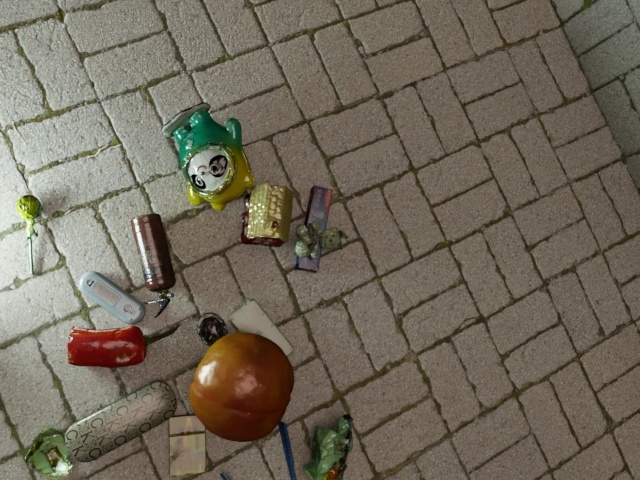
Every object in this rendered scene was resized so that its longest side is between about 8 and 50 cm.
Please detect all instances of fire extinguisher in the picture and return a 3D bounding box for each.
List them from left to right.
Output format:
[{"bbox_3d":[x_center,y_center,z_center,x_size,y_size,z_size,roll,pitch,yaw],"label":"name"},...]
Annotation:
[{"bbox_3d":[-0.572,0.089,1.858,0.138,0.102,0.343,-15,87,16],"label":"fire extinguisher"}]

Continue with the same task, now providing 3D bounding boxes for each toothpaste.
[{"bbox_3d":[-0.023,-0.042,2.033,0.076,0.066,0.320,14,78,-13],"label":"toothpaste"}]

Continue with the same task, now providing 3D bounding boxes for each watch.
[{"bbox_3d":[-0.156,0.823,1.886,0.276,0.068,0.274,-37,88,-16],"label":"watch"}]

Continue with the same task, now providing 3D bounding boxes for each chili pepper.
[{"bbox_3d":[-0.638,0.347,1.782,0.339,0.131,0.134,2,91,-17],"label":"chili pepper"}]

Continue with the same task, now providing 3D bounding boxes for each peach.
[{"bbox_3d":[-0.240,0.472,1.765,0.302,0.343,0.342,22,76,12],"label":"peach"}]

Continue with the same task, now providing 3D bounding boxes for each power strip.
[{"bbox_3d":[-0.211,0.332,1.941,0.118,0.046,0.270,-39,95,-13],"label":"power strip"}]

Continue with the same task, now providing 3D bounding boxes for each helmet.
[{"bbox_3d":[-0.376,0.312,1.887,0.098,0.070,0.123,-26,83,-23],"label":"helmet"}]

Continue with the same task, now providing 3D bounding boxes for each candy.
[{"bbox_3d":[-0.951,-0.019,1.787,0.077,0.073,0.261,-2,90,-42],"label":"candy"}]

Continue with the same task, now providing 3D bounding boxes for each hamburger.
[{"bbox_3d":[0.025,0.733,1.878,0.151,0.260,0.276,13,43,11],"label":"hamburger"}]

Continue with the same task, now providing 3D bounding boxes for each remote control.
[{"bbox_3d":[-0.698,0.193,1.829,0.244,0.047,0.087,37,72,-9],"label":"remote control"}]

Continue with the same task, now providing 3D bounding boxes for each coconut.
[{"bbox_3d":[-0.854,0.671,1.717,0.133,0.055,0.158,-9,83,-15],"label":"coconut"}]

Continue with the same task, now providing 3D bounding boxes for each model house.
[{"bbox_3d":[-0.177,-0.088,1.902,0.160,0.254,0.195,9,81,-17],"label":"model house"}]

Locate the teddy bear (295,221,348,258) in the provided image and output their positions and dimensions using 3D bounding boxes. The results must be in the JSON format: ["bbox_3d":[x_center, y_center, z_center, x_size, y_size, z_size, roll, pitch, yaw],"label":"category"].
[{"bbox_3d":[-0.017,-0.005,1.954,0.213,0.111,0.133,-2,105,-38],"label":"teddy bear"}]

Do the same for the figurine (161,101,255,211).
[{"bbox_3d":[-0.378,-0.283,1.894,0.324,0.231,0.340,-32,89,22],"label":"figurine"}]

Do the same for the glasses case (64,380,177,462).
[{"bbox_3d":[-0.641,0.585,1.770,0.355,0.085,0.137,-26,89,-16],"label":"glasses case"}]

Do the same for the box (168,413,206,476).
[{"bbox_3d":[-0.448,0.687,1.838,0.122,0.030,0.193,-1,83,-15],"label":"box"}]
